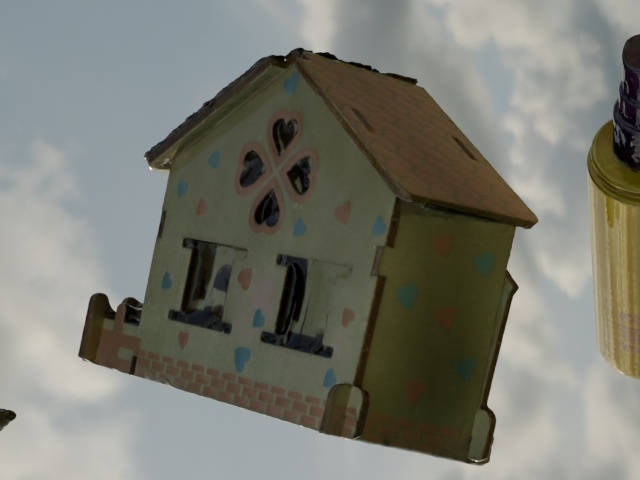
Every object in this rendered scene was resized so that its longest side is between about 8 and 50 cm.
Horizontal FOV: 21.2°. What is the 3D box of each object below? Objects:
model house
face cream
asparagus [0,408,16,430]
[{"bbox_3d":[0.000,0.000,1.145,0.169,0.326,0.244,9,-90,-39],"label":"model house"},{"bbox_3d":[0.208,-0.020,1.079,0.273,0.078,0.078,76,-169,-48],"label":"face cream"},{"bbox_3d":[-0.252,0.130,0.867,0.022,0.233,0.023,68,-161,6],"label":"asparagus"}]
